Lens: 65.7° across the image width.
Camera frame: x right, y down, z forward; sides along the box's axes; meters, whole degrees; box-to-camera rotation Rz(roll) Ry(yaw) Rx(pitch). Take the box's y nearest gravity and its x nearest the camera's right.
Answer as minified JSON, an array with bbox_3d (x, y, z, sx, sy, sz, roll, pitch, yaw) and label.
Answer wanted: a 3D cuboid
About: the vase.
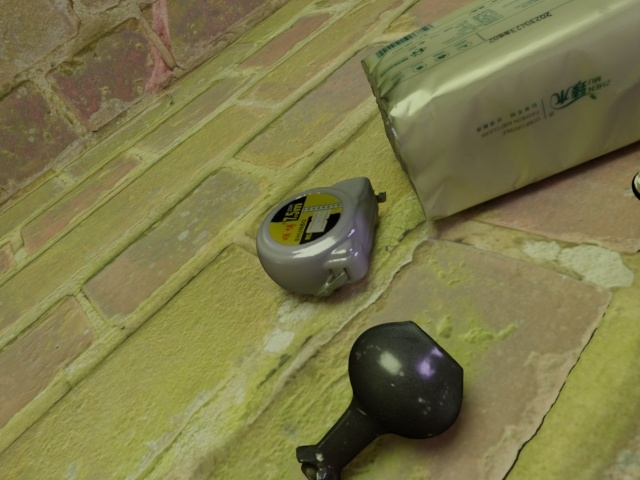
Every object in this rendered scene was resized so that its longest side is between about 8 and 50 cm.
[{"bbox_3d":[0.052,0.167,0.488,0.183,0.120,0.120,-46,35,1],"label":"vase"}]

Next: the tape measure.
[{"bbox_3d":[-0.003,-0.002,0.748,0.179,0.105,0.196,-3,44,25],"label":"tape measure"}]

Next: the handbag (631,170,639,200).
[{"bbox_3d":[0.483,-0.101,0.390,0.359,0.160,0.236,-41,78,-9],"label":"handbag"}]

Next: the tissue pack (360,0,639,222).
[{"bbox_3d":[0.272,-0.229,0.724,0.381,0.207,0.297,-22,33,12],"label":"tissue pack"}]
